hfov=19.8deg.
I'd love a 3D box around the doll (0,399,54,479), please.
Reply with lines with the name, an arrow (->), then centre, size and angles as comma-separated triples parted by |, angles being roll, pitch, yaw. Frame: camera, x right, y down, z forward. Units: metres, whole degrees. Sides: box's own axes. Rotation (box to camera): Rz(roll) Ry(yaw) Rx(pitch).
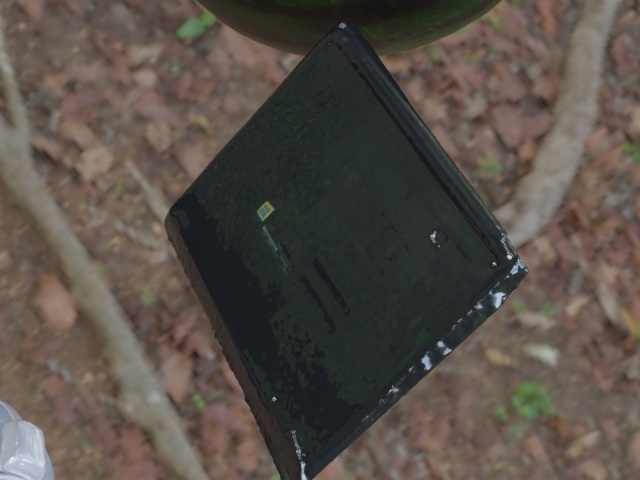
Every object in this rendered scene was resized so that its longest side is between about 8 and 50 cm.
doll -> -0.258, 0.197, 1.041 | 0.151, 0.287, 0.151 | 43, 12, -11

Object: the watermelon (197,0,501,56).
watermelon -> 0.012, -0.215, 0.959 | 0.242, 0.242, 0.242 | 23, 52, -32

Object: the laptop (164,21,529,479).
laptop -> 0.000, 0.000, 0.777 | 0.016, 0.135, 0.197 | 35, 15, -37
